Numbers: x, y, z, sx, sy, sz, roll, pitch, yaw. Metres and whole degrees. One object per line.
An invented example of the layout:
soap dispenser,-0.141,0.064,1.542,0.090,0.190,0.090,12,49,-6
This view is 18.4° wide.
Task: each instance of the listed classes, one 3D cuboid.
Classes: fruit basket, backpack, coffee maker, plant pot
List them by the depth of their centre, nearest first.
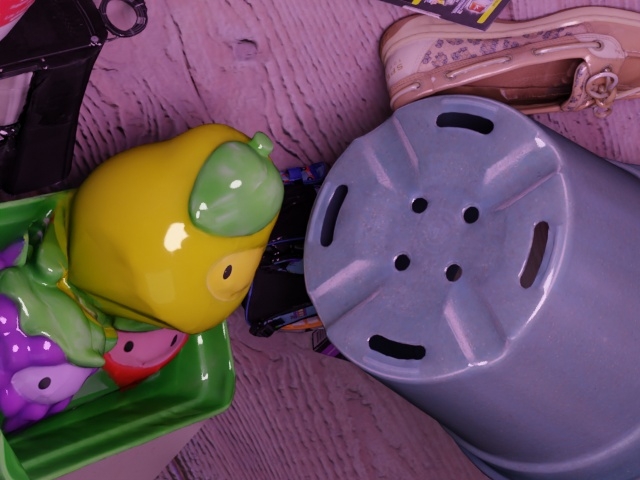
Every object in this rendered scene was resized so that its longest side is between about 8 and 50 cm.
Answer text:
coffee maker,-0.248,-0.129,1.719,0.171,0.120,0.178,4,144,-14
plant pot,0.172,0.041,1.764,0.341,0.341,0.334,-24,153,24
fruit basket,-0.174,0.049,1.772,0.392,0.283,0.392,-9,-176,1
backpack,0.000,0.000,1.932,0.173,0.117,0.158,-13,147,-13

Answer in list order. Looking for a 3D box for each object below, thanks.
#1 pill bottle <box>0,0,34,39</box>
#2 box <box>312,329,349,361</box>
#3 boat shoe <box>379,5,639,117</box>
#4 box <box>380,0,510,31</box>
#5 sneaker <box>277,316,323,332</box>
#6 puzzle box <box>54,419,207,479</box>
pill bottle,-0.222,-0.322,1.359,0.229,0.229,0.407,18,138,-29
box,0.089,0.104,2.163,0.162,0.029,0.116,19,139,-28
boat shoe,0.197,-0.146,1.775,0.285,0.089,0.104,-2,144,-4
box,0.106,-0.296,1.582,0.216,0.060,0.270,12,141,-24
sneaker,0.039,0.054,2.043,0.215,0.084,0.083,-17,148,14
puzzle box,-0.324,0.248,2.285,0.272,0.052,0.409,14,140,-26
